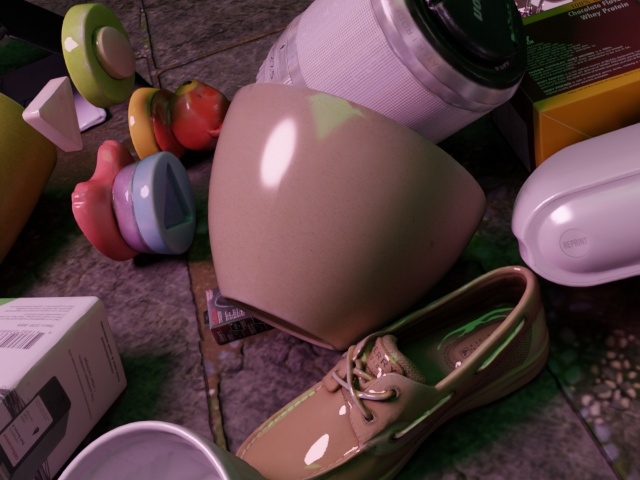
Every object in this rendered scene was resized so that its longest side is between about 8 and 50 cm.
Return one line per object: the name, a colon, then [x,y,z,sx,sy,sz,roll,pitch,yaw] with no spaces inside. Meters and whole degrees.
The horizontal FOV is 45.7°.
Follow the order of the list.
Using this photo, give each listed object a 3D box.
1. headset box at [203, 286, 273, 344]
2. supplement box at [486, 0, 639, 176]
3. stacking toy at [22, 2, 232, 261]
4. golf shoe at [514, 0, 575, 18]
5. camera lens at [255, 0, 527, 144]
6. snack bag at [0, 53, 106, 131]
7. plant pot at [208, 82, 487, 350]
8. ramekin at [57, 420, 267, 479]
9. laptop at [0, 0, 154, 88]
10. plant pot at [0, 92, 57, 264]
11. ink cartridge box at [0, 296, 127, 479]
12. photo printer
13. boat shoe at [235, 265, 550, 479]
headset box: [-0.093,0.078,0.866,0.083,0.032,0.062,-16,43,1]
supplement box: [0.319,-0.185,0.924,0.192,0.129,0.194,-18,43,0]
stacking toy: [-0.216,-0.147,0.966,0.131,0.279,0.308,-7,48,14]
golf shoe: [0.329,-0.335,1.129,0.094,0.077,0.198,-31,38,8]
camera lens: [0.080,-0.206,0.881,0.274,0.219,0.219,-30,27,46]
snack bag: [-0.555,-0.222,1.333,0.343,0.037,0.323,-26,43,-8]
plant pot: [0.000,0.000,0.771,0.284,0.284,0.190,17,77,32]
ramekin: [-0.118,0.255,0.597,0.207,0.109,0.207,-13,62,24]
laptop: [-0.571,-0.298,1.292,0.408,0.236,0.382,-38,46,-12]
plant pot: [-0.513,-0.022,0.975,0.275,0.274,0.293,-4,60,15]
ink cartridge box: [-0.357,0.175,0.729,0.211,0.121,0.289,-1,25,18]
photo printer: [0.334,-0.057,0.709,0.308,0.107,0.256,-17,10,27]
boat shoe: [0.059,0.132,0.701,0.341,0.110,0.121,-31,44,-13]
